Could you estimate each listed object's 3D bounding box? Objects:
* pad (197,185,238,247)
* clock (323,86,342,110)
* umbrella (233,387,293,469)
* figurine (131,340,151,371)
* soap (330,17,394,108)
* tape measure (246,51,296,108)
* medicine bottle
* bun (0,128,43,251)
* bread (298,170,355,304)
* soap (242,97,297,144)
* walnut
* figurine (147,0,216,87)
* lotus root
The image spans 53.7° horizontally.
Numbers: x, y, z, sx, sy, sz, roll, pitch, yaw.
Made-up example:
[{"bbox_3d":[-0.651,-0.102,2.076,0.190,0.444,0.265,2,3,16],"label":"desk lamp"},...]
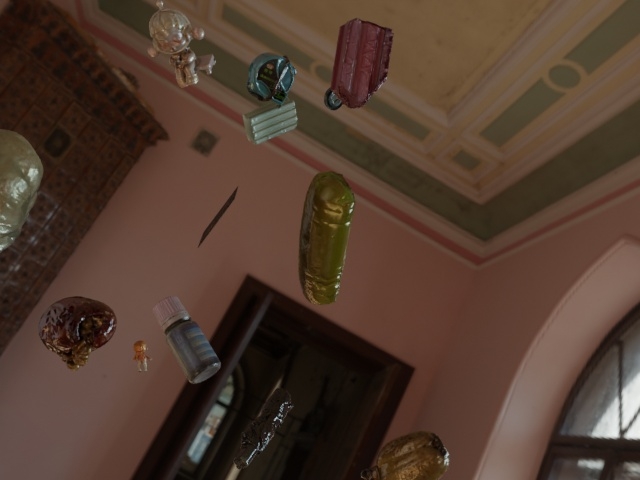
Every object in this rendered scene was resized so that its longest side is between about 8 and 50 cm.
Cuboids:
[{"bbox_3d":[-0.331,-0.077,2.047,0.003,0.211,0.143,34,18,-15],"label":"pad"},{"bbox_3d":[0.048,-0.499,2.218,0.017,0.085,0.085,31,-13,44],"label":"clock"},{"bbox_3d":[-0.126,0.408,1.377,0.059,0.235,0.066,-22,-80,29],"label":"umbrella"},{"bbox_3d":[-0.568,0.370,2.007,0.064,0.109,0.047,-2,21,-7],"label":"figurine"},{"bbox_3d":[0.120,-0.523,1.897,0.162,0.250,0.099,12,-4,-28],"label":"soap"},{"bbox_3d":[-0.140,-0.460,1.783,0.125,0.146,0.081,20,15,-35],"label":"tape measure"},{"bbox_3d":[-0.312,0.225,1.455,0.203,0.083,0.083,54,-14,18],"label":"medicine bottle"},{"bbox_3d":[-0.832,-0.098,1.585,0.211,0.360,0.359,37,-22,-20],"label":"bun"},{"bbox_3d":[0.000,0.000,1.655,0.166,0.112,0.384,-118,-151,-46],"label":"bread"},{"bbox_3d":[-0.190,-0.459,2.425,0.066,0.197,0.119,41,-30,43],"label":"soap"},{"bbox_3d":[-0.813,0.309,2.112,0.221,0.244,0.269,20,-17,-33],"label":"walnut"},{"bbox_3d":[-0.450,-0.635,2.018,0.181,0.145,0.257,10,-38,30],"label":"figurine"},{"bbox_3d":[0.196,0.519,1.458,0.220,0.125,0.118,-34,-58,17],"label":"lotus root"}]
